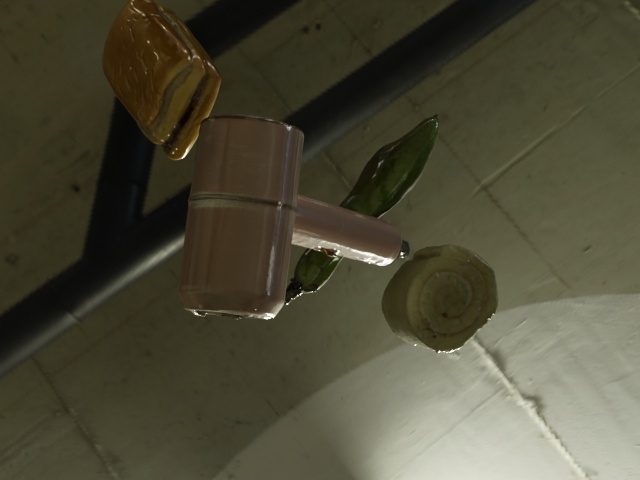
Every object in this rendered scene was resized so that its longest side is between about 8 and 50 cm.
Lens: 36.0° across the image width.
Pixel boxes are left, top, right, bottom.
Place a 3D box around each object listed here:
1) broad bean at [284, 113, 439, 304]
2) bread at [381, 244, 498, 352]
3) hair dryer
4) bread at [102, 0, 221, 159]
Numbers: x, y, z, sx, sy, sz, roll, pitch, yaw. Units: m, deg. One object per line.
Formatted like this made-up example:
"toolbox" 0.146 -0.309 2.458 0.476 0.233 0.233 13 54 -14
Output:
"broad bean" 0.047 -0.031 1.248 0.067 0.075 0.325 39 -85 6
"bread" 0.170 0.083 1.399 0.134 0.141 0.148 32 -97 -7
"hair dryer" 0.000 0.000 1.040 0.106 0.344 0.189 0 -99 40
"bread" -0.181 -0.184 1.091 0.116 0.077 0.200 -55 -138 18
